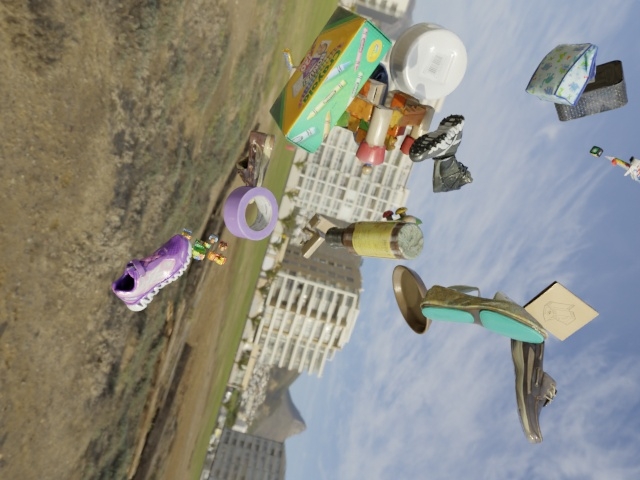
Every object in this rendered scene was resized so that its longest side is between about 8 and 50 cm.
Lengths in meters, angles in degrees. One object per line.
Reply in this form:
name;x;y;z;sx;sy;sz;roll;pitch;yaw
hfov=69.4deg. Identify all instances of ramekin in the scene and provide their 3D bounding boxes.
ramekin;0.409;-0.662;1.729;0.135;0.277;0.277;-110;-145;-60

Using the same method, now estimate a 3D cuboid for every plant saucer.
plant saucer;0.353;0.222;1.771;0.278;0.041;0.278;164;-90;-76

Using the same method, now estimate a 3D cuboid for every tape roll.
tape roll;-0.245;-0.099;1.639;0.189;0.080;0.189;-13;107;-48

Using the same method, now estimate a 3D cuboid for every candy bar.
candy bar;-0.107;-0.627;1.708;0.018;0.040;0.161;-39;129;-32

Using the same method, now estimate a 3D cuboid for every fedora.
fedora;0.146;-0.537;1.798;0.334;0.152;0.334;17;90;-71

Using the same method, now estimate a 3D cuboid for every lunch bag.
lunch bag;0.648;-0.448;1.231;0.151;0.096;0.129;-68;-156;16

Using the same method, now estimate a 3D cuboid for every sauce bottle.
sauce bottle;0.142;-0.005;1.367;0.344;0.111;0.111;4;-105;51

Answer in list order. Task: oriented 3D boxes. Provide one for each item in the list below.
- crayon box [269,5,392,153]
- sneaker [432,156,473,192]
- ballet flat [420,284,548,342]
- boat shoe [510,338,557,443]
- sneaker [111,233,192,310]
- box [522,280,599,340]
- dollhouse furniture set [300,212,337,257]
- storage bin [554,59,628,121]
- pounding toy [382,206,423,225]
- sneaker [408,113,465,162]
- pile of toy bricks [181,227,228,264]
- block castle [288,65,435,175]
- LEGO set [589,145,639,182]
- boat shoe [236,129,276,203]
crayon box;0.012;-0.345;0.995;0.278;0.081;0.165;-52;-145;18
sneaker;0.446;-0.258;1.547;0.087;0.130;0.227;-82;168;-47
ballet flat;0.451;0.186;1.283;0.123;0.348;0.123;-13;106;-51
boat shoe;0.708;0.477;1.520;0.132;0.130;0.355;52;37;-55
sneaker;-0.432;0.072;1.173;0.236;0.095;0.104;-46;143;-2
box;0.843;0.251;1.634;0.164;0.201;0.021;-51;-170;28
dollhouse furniture set;0.000;0.000;1.974;0.144;0.123;0.151;-48;-147;18
storage bin;0.791;-0.439;1.360;0.180;0.084;0.122;-10;-135;37
pounding toy;0.311;-0.083;1.894;0.110;0.183;0.237;69;17;4
sneaker;0.326;-0.254;1.268;0.234;0.078;0.106;-40;131;-32
pile of toy bricks;-0.464;0.035;1.790;0.118;0.212;0.105;-61;-165;23
block castle;0.108;-0.390;1.485;0.303;0.453;0.213;-16;132;-41
LEGO set;0.798;-0.158;1.162;0.060;0.244;0.182;-59;-175;13
boat shoe;-0.280;-0.297;1.868;0.342;0.123;0.123;117;-17;-45
